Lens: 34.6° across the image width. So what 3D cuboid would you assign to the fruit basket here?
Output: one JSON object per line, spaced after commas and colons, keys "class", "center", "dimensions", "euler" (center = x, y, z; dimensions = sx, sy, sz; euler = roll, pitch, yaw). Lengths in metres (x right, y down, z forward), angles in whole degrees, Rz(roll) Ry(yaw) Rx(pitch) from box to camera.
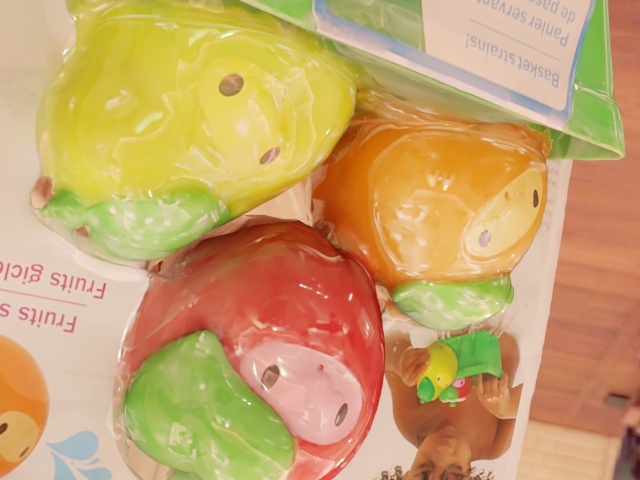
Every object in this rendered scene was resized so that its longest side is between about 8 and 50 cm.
{"class": "fruit basket", "center": [0.000, 0.000, 0.430], "dimensions": [0.327, 0.353, 0.165], "euler": [15, 170, -35]}
